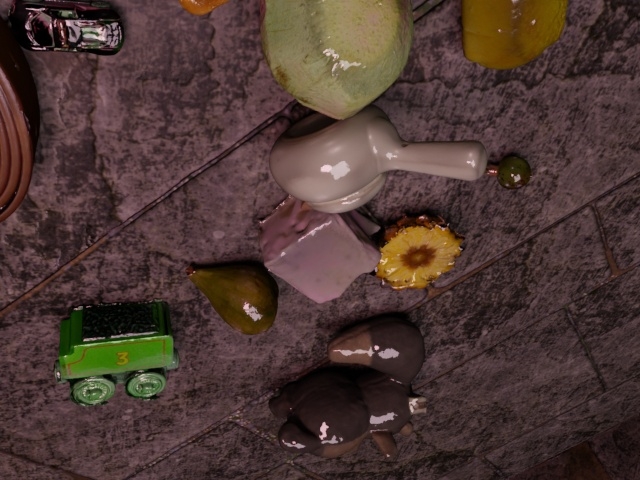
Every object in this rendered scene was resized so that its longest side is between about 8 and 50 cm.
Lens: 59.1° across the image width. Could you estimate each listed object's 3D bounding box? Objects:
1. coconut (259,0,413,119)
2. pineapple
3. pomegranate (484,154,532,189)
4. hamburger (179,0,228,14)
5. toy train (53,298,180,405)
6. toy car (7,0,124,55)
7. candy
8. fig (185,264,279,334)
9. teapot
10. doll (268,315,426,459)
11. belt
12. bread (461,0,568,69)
[{"bbox_3d":[0.016,-0.284,0.765,0.236,0.236,0.204,38,84,-40],"label":"coconut"},{"bbox_3d":[0.194,0.019,1.187,0.225,0.076,0.224,-8,134,-8],"label":"pineapple"},{"bbox_3d":[0.372,-0.132,1.113,0.085,0.073,0.073,-11,134,-10],"label":"pomegranate"},{"bbox_3d":[-0.156,-0.345,0.756,0.083,0.044,0.076,-27,133,10],"label":"hamburger"},{"bbox_3d":[-0.408,0.225,1.134,0.243,0.132,0.188,-4,128,-19],"label":"toy train"},{"bbox_3d":[-0.335,-0.280,0.746,0.142,0.055,0.069,-3,128,-19],"label":"toy car"},{"bbox_3d":[0.000,0.000,1.062,0.185,0.137,0.195,-37,130,15],"label":"candy"},{"bbox_3d":[-0.162,0.100,1.098,0.127,0.133,0.185,-10,143,43],"label":"fig"},{"bbox_3d":[0.062,-0.121,0.857,0.220,0.318,0.149,-37,118,-21],"label":"teapot"},{"bbox_3d":[0.058,0.359,1.397,0.382,0.252,0.378,-1,99,-22],"label":"doll"},{"bbox_3d":[-0.497,-0.170,0.744,0.217,0.122,0.338,-7,133,-15],"label":"belt"},{"bbox_3d":[0.280,-0.419,0.791,0.166,0.112,0.383,-19,134,-2],"label":"bread"}]
